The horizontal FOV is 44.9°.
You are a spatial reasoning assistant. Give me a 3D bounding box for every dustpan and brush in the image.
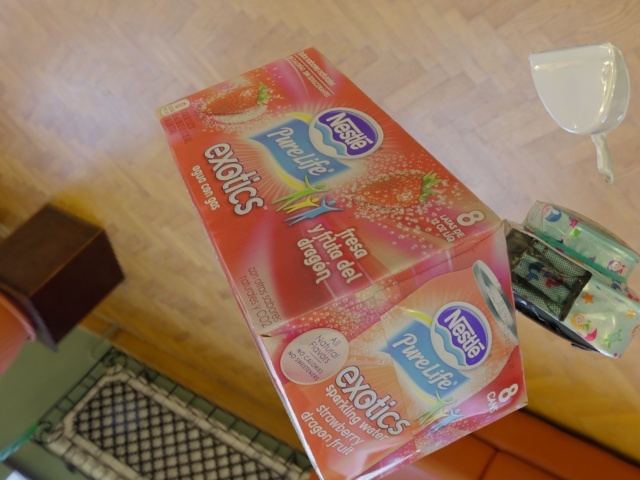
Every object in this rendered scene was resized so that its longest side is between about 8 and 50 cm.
[{"bbox_3d":[0.382,-0.174,1.097,0.147,0.060,0.211,9,116,55],"label":"dustpan and brush"}]

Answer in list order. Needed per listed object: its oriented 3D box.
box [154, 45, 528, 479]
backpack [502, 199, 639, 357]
[{"bbox_3d":[0.000,0.000,0.540,0.300,0.142,0.154,-124,13,-53],"label":"box"},{"bbox_3d":[0.380,0.059,1.186,0.254,0.191,0.225,38,-171,4],"label":"backpack"}]
